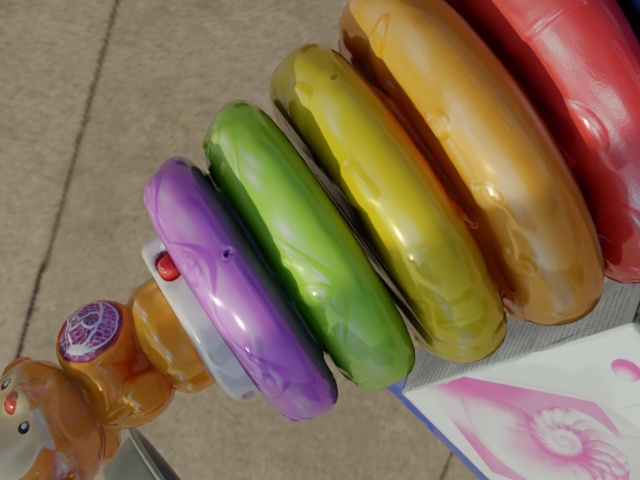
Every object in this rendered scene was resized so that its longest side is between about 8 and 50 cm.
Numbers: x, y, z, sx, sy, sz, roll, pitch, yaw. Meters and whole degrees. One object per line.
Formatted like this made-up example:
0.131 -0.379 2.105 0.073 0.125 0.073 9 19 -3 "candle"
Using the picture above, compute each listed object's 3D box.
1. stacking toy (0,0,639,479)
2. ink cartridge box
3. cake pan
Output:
0.000 0.000 0.485 0.302 0.175 0.165 -32 141 -3 "stacking toy"
0.224 0.189 1.043 0.324 0.071 0.330 45 142 -15 "ink cartridge box"
-0.131 0.322 1.417 0.054 0.293 0.293 -38 95 -7 "cake pan"
